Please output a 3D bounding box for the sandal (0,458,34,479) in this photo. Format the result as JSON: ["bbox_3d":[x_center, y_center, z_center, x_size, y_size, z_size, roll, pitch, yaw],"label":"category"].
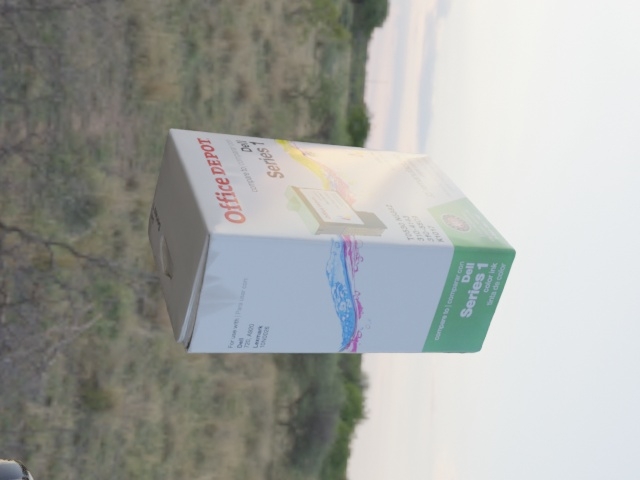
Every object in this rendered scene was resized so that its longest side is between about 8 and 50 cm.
[{"bbox_3d":[-0.161,0.129,0.230,0.090,0.060,0.219,-41,173,32],"label":"sandal"}]

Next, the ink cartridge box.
[{"bbox_3d":[0.000,0.000,0.822,0.201,0.278,0.117,-120,-141,-54],"label":"ink cartridge box"}]
